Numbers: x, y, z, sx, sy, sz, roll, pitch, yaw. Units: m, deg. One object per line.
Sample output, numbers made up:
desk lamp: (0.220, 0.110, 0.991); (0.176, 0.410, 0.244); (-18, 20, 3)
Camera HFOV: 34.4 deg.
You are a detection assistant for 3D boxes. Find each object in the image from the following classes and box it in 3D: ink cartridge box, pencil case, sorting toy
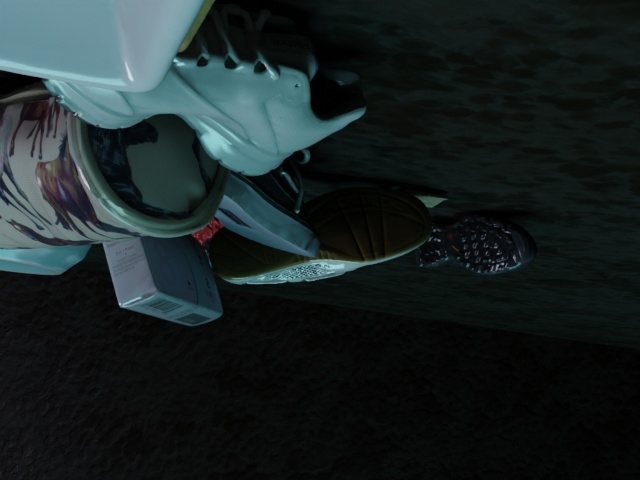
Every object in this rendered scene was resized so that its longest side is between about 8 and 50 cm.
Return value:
ink cartridge box: (-0.199, -0.023, 1.202); (0.066, 0.232, 0.189); (-18, 164, 13)
pencil case: (-0.244, -0.080, 0.953); (0.410, 0.159, 0.183); (-3, 140, 50)
sorting toy: (0.114, -0.058, 1.320); (0.083, 0.012, 0.062); (10, 169, -15)

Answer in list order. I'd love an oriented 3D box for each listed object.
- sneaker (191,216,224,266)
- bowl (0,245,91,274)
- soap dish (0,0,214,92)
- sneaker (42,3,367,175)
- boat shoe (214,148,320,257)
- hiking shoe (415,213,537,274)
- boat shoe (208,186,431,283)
sneaker: (-0.115, -0.045, 1.422); (0.125, 0.104, 0.262); (-33, -178, -34)
bowl: (-0.404, -0.050, 1.312); (0.312, 0.163, 0.311); (8, 171, 1)
soap dish: (-0.183, -0.165, 0.457); (0.291, 0.118, 0.229); (9, 172, -15)
sneaker: (-0.081, -0.133, 0.743); (0.129, 0.111, 0.297); (-17, 163, 33)
boat shoe: (-0.070, -0.064, 1.116); (0.113, 0.104, 0.306); (16, 170, 30)
hiking shoe: (0.237, 0.002, 1.462); (0.114, 0.086, 0.227); (-4, -175, -32)
boat shoe: (0.000, 0.000, 1.305); (0.277, 0.098, 0.096); (-9, 164, -1)
